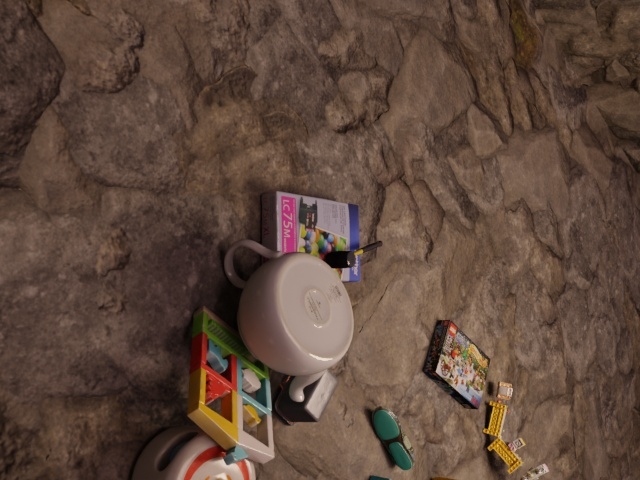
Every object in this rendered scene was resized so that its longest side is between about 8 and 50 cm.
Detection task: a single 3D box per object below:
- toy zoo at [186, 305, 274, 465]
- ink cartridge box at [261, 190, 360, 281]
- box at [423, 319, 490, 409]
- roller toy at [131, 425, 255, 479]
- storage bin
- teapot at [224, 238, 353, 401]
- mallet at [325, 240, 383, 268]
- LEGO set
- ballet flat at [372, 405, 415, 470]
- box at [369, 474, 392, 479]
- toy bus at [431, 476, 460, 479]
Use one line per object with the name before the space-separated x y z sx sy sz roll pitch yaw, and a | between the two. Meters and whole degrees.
toy zoo | -0.160 0.273 1.207 0.192 0.030 0.293 45 20 -31
ink cartridge box | 0.000 0.000 1.506 0.311 0.065 0.185 7 79 -47
box | 0.383 0.346 1.855 0.233 0.044 0.159 42 57 -33
roller toy | -0.215 0.427 1.159 0.191 0.146 0.209 17 72 -43
storage bin | -0.030 0.316 1.405 0.098 0.091 0.135 52 51 -27
teapot | -0.074 0.149 1.300 0.252 0.187 0.256 31 49 -36
mallet | 0.094 0.026 1.508 0.190 0.062 0.039 -18 101 -45
LEGO set | 0.555 0.564 1.961 0.107 0.132 0.287 27 41 -58
ballet flat | 0.177 0.469 1.625 0.070 0.070 0.188 -37 112 -42
box | 0.191 0.668 1.600 0.244 0.060 0.100 48 54 -30
toy bus | 0.396 0.768 1.763 0.332 0.108 0.130 49 51 -28
